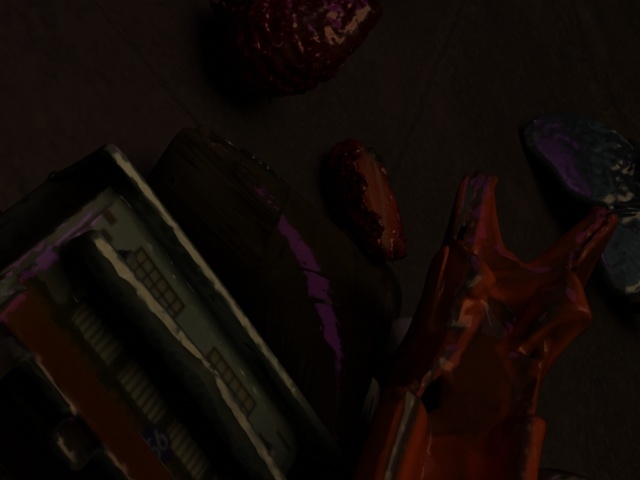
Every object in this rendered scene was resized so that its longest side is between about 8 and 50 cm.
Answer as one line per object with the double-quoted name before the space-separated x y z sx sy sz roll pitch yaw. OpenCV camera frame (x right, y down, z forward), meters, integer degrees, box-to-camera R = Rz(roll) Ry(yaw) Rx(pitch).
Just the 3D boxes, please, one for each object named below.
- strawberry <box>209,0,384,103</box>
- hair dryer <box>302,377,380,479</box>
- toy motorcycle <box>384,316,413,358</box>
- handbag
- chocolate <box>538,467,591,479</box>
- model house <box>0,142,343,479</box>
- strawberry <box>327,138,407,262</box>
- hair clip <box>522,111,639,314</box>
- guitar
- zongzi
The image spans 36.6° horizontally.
"strawberry" -0.027 -0.196 0.895 0.131 0.148 0.131 32 45 -38
"hair dryer" -0.012 0.116 0.800 0.154 0.054 0.106 49 30 -15
"toy motorcycle" 0.111 0.144 0.897 0.170 0.110 0.260 56 29 -10
"handbag" 0.048 0.188 0.570 0.116 0.303 0.410 20 51 9
"chocolate" 0.149 0.306 0.806 0.254 0.080 0.157 -49 117 -25
"model house" -0.131 0.097 0.502 0.224 0.198 0.215 55 30 -12
"strawberry" 0.046 -0.040 0.979 0.104 0.048 0.152 42 32 -45
"hair clip" 0.537 -0.045 1.477 0.238 0.392 0.318 60 19 -62
"guitar" 0.000 0.000 0.912 0.233 0.025 0.088 47 36 -24
"zongzi" -0.051 0.032 0.675 0.228 0.115 0.256 42 18 -4
